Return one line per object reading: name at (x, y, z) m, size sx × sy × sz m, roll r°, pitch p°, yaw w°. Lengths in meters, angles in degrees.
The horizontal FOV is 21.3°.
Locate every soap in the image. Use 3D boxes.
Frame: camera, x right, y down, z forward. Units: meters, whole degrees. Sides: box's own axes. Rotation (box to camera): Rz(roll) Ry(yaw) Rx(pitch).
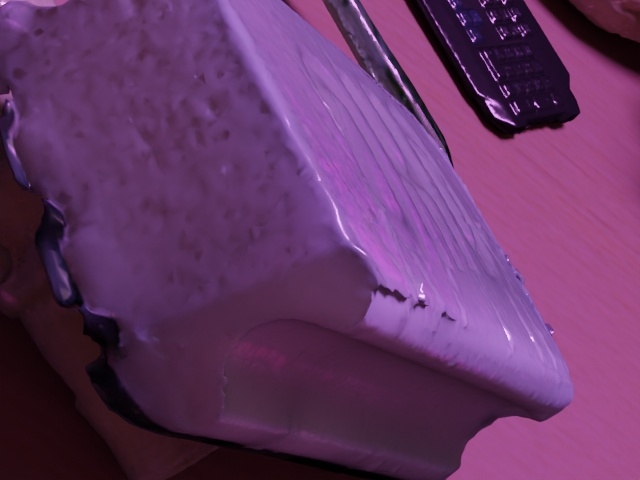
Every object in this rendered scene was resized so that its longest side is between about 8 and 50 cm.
soap at (0.000, 0.000, 0.603) m, size 0.261 × 0.094 × 0.150 m, roll 27°, pitch 38°, yaw -65°

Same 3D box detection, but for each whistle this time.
whistle at (-0.113, -0.032, 0.589) m, size 0.258 × 0.067 × 0.126 m, roll 58°, pitch 30°, yaw 2°

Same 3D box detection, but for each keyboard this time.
keyboard at (0.062, -0.176, 0.976) m, size 0.106 × 0.016 × 0.262 m, roll -15°, pitch 72°, yaw -55°

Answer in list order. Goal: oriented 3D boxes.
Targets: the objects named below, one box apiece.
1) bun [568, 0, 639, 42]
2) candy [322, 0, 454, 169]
bun at (0.209, -0.229, 1.097) m, size 0.220 × 0.134 × 0.220 m, roll 34°, pitch 39°, yaw -33°
candy at (-0.012, -0.148, 0.821) m, size 0.323 × 0.097 × 0.097 m, roll 58°, pitch 33°, yaw -6°
